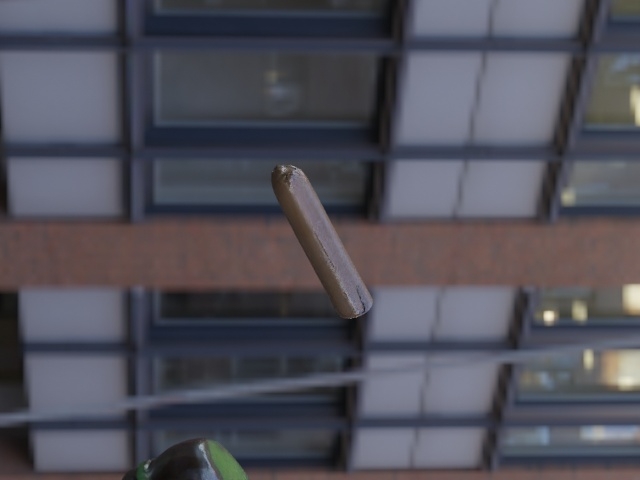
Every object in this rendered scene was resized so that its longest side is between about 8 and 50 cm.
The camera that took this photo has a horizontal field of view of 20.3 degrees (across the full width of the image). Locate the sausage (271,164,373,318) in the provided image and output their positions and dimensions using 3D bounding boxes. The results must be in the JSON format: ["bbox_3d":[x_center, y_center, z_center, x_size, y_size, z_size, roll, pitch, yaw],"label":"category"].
[{"bbox_3d":[0.000,0.000,1.124,0.026,0.026,0.116,-98,163,-58],"label":"sausage"}]

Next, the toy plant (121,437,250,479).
[{"bbox_3d":[-0.128,0.216,1.312,0.093,0.162,0.093,52,8,-11],"label":"toy plant"}]
